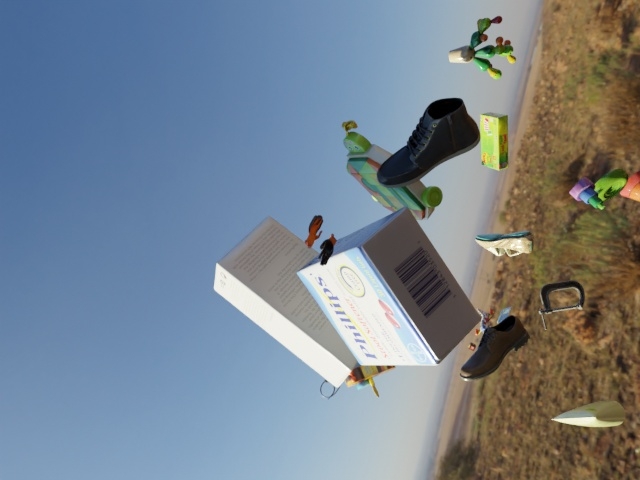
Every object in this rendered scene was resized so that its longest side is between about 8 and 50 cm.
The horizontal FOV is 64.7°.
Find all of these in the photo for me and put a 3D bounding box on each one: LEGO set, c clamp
[{"bbox_3d":[0.561,0.316,1.737,0.182,0.060,0.244,-63,-6,-14],"label":"LEGO set"},{"bbox_3d":[0.772,0.200,1.617,0.022,0.161,0.137,72,-176,-77],"label":"c clamp"}]

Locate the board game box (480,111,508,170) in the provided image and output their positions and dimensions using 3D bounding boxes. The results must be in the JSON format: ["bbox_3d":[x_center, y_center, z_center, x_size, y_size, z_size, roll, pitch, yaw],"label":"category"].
[{"bbox_3d":[0.595,-0.340,1.729,0.092,0.043,0.181,-137,33,-60],"label":"board game box"}]

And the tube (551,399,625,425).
[{"bbox_3d":[0.633,0.403,1.168,0.240,0.062,0.070,12,-66,-40],"label":"tube"}]

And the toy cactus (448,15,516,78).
[{"bbox_3d":[0.471,-0.563,1.482,0.219,0.181,0.112,36,-118,-56],"label":"toy cactus"}]

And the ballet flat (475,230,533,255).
[{"bbox_3d":[0.522,0.013,1.443,0.206,0.073,0.067,-1,105,69],"label":"ballet flat"}]

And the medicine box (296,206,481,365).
[{"bbox_3d":[0.127,0.109,1.037,0.149,0.263,0.289,-37,4,-29],"label":"medicine box"}]

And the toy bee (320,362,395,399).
[{"bbox_3d":[0.157,0.525,1.937,0.298,0.195,0.162,-42,-16,-15],"label":"toy bee"}]

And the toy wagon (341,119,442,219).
[{"bbox_3d":[0.165,-0.183,1.372,0.344,0.267,0.068,41,-101,-25],"label":"toy wagon"}]

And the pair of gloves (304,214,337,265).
[{"bbox_3d":[0.000,0.000,0.899,0.083,0.010,0.074,59,-139,-35],"label":"pair of gloves"}]

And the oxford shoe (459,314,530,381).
[{"bbox_3d":[0.443,0.278,1.330,0.227,0.083,0.096,-38,-71,-17],"label":"oxford shoe"}]

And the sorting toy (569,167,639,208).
[{"bbox_3d":[0.941,-0.138,1.556,0.126,0.366,0.127,62,147,38],"label":"sorting toy"}]

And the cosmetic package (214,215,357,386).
[{"bbox_3d":[-0.052,0.165,1.415,0.230,0.453,0.161,-46,-13,-33],"label":"cosmetic package"}]

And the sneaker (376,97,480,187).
[{"bbox_3d":[0.193,-0.195,0.993,0.118,0.222,0.083,42,-155,-48],"label":"sneaker"}]
